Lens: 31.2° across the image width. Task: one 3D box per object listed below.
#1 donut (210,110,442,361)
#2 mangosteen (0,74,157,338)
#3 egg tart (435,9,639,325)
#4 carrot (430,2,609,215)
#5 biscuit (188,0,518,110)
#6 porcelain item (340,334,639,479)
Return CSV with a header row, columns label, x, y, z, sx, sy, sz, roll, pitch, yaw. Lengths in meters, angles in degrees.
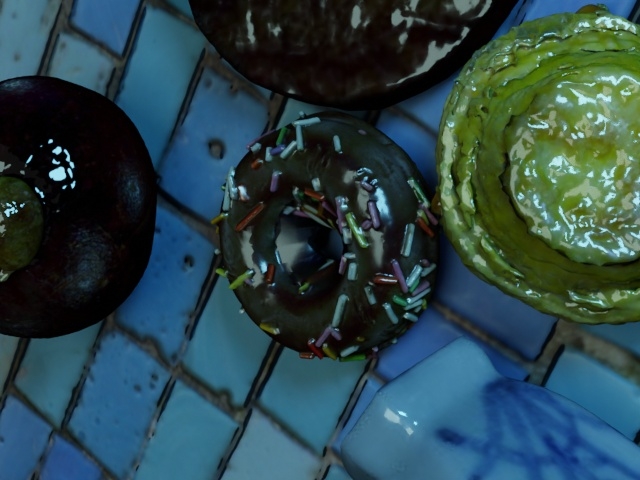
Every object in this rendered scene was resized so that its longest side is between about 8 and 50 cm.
label,x,y,z,sx,sy,sz,roll,pitch,yaw
donut,0.000,0.000,1.177,0.269,0.103,0.270,7,101,37
mangosteen,-0.331,-0.034,1.279,0.297,0.293,0.297,19,114,52
egg tart,0.238,-0.059,0.977,0.293,0.123,0.294,0,93,7
carrot,0.186,-0.119,1.070,0.043,0.043,0.248,44,104,21
biscuit,0.033,-0.333,1.142,0.407,0.091,0.408,3,96,28
porcelain item,0.212,0.275,1.001,0.405,0.242,0.179,45,140,22
